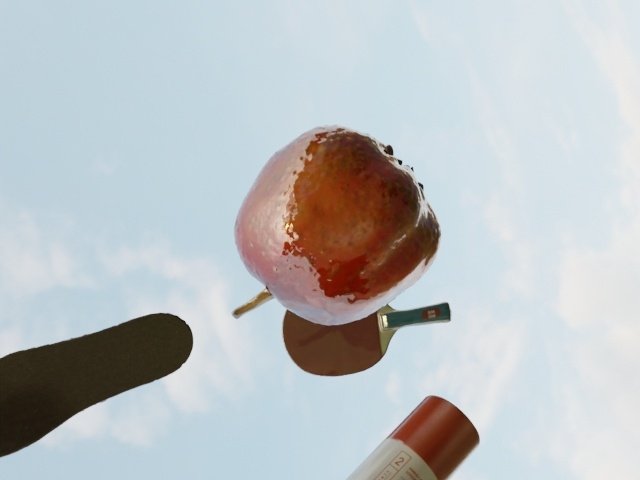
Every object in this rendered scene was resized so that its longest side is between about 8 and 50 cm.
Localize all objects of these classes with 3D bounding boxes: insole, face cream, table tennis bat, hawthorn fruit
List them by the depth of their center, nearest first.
[{"bbox_3d":[-0.296,0.163,1.233,0.328,0.007,0.111,-22,-70,-15],"label":"insole"},{"bbox_3d":[0.098,0.298,1.370,0.214,0.096,0.096,-42,-71,-25],"label":"face cream"},{"bbox_3d":[0.000,0.000,1.552,0.287,0.330,0.287,47,-178,-2],"label":"hawthorn fruit"},{"bbox_3d":[0.072,0.133,1.749,0.021,0.274,0.154,45,-143,-75],"label":"table tennis bat"}]
